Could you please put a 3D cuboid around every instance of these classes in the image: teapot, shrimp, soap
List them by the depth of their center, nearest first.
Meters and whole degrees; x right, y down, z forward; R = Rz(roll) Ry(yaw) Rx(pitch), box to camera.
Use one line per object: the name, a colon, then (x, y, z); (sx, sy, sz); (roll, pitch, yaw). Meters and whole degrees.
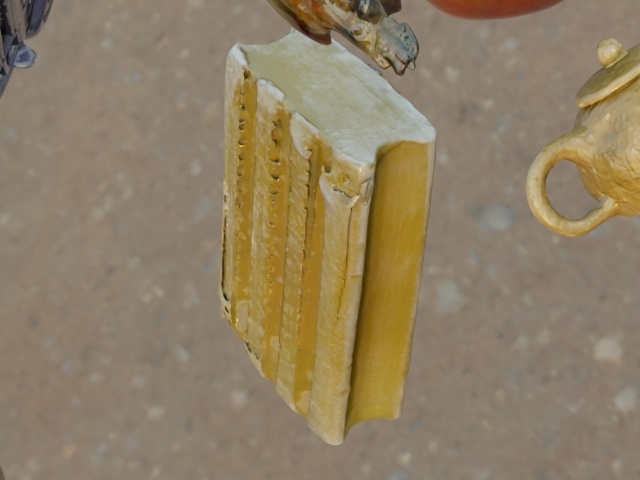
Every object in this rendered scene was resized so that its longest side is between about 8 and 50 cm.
shrimp: (-0.014, -0.171, 1.022); (0.059, 0.145, 0.254); (-47, 70, 16)
soap: (0.000, 0.000, 1.355); (0.089, 0.274, 0.173); (-22, 47, -29)
teapot: (0.328, -0.131, 1.882); (0.311, 0.167, 0.203); (-39, 6, -10)

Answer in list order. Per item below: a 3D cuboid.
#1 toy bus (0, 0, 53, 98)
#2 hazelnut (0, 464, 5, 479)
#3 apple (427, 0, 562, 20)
toy bus: (-0.200, -0.135, 0.911); (0.292, 0.126, 0.133); (145, 141, -80)
hazelnut: (-0.383, 0.172, 1.148); (0.366, 0.366, 0.365); (-28, 38, 24)
apple: (0.185, -0.352, 1.942); (0.230, 0.230, 0.230); (-28, 38, 24)
